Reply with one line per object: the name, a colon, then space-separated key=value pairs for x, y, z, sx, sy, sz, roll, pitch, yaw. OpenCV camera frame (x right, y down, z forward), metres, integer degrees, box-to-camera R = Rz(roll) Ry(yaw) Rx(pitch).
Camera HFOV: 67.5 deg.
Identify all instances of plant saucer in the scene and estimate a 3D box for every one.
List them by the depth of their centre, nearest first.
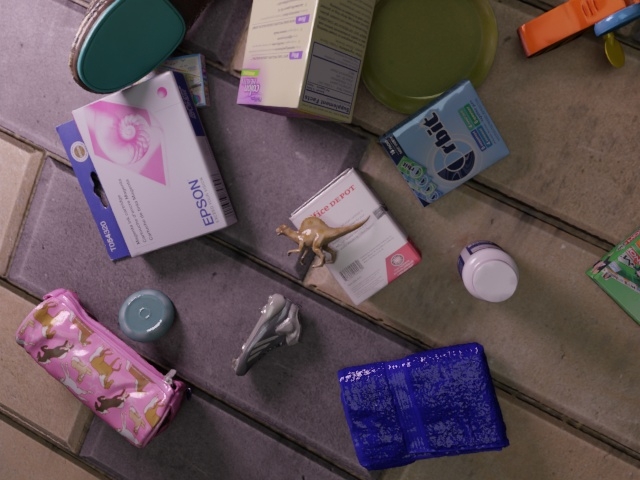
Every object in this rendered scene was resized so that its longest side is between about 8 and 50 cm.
plant saucer: x=0.185 y=-0.340 z=0.843 sx=0.241 sy=0.037 sz=0.241 roll=2 pitch=130 yaw=3
plant saucer: x=-0.383 y=0.162 z=1.050 sx=0.119 sy=0.021 sz=0.119 roll=3 pitch=69 yaw=-8

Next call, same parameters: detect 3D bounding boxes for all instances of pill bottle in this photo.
pill bottle: x=0.299 y=0.056 z=0.854 sx=0.094 sy=0.169 sz=0.094 roll=2 pitch=98 yaw=11

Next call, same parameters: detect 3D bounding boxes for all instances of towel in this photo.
towel: x=0.201 y=0.343 z=0.962 sx=0.308 sy=0.076 sz=0.228 roll=-17 pitch=95 yaw=13

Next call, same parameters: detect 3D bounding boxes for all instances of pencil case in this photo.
pencil case: x=-0.474 y=0.274 z=1.047 sx=0.386 sy=0.160 sz=0.167 roll=36 pitch=69 yaw=5

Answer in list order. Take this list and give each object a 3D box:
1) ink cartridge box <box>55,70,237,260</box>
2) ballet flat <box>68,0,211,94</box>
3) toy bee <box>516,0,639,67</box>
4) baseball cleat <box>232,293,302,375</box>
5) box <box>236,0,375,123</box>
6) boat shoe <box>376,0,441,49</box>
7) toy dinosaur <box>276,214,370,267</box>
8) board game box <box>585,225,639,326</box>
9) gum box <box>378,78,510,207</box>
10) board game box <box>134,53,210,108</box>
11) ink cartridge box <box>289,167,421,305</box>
ink cartridge box: x=-0.380 y=-0.138 z=1.001 sx=0.330 sy=0.071 sz=0.324 roll=-17 pitch=99 yaw=13
ballet flat: x=-0.300 y=-0.486 z=0.912 sx=0.483 sy=0.164 sz=0.182 roll=-44 pitch=58 yaw=4
toy bee: x=0.492 y=-0.385 z=0.783 sx=0.298 sy=0.162 sz=0.195 roll=6 pitch=109 yaw=35
baseball cleat: x=-0.106 y=0.216 z=1.009 sx=0.109 sy=0.072 sz=0.206 roll=27 pitch=106 yaw=0
box: x=-0.030 y=-0.343 z=0.837 sx=0.213 sy=0.117 sz=0.243 roll=23 pitch=104 yaw=50
boat shoe: x=0.169 y=-0.461 z=0.840 sx=0.113 sy=0.105 sz=0.306 roll=23 pitch=128 yaw=-8
toy dinosaur: x=0.000 y=0.000 z=0.874 sx=0.183 sy=0.053 sz=0.093 roll=-4 pitch=97 yaw=15
board game box: x=0.675 y=0.101 z=0.850 sx=0.317 sy=0.046 sz=0.213 roll=45 pitch=104 yaw=2
gum box: x=0.226 y=-0.175 z=0.882 sx=0.184 sy=0.041 sz=0.157 roll=-32 pitch=108 yaw=14
board game box: x=-0.311 y=-0.323 z=0.997 sx=0.154 sy=0.026 sz=0.103 roll=-3 pitch=97 yaw=12
ink cartridge box: x=0.069 y=-0.011 z=0.931 sx=0.158 sy=0.092 sz=0.218 roll=-37 pitch=91 yaw=15
